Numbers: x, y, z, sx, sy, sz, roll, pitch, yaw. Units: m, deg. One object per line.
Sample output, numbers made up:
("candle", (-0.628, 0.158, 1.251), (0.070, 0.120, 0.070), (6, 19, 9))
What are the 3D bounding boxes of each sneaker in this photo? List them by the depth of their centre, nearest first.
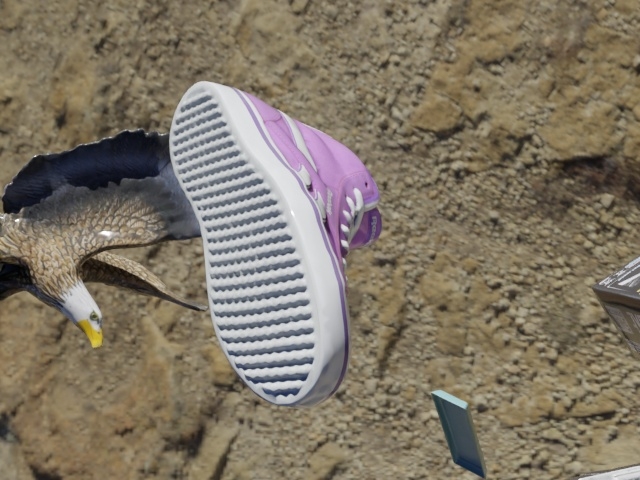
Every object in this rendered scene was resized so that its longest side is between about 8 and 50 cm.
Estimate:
("sneaker", (0.001, -0.001, 0.641), (0.102, 0.161, 0.282), (-48, 43, 29))

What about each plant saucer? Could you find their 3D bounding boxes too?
("plant saucer", (0.226, 0.310, 1.456), (0.067, 0.192, 0.018), (21, 55, 40))

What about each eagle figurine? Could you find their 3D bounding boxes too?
("eagle figurine", (-0.260, 0.015, 0.971), (0.226, 0.298, 0.225), (-5, 103, 52))

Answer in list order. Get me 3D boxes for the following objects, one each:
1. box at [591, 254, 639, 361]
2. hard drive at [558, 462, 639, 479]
("box", (0.362, -0.014, 0.604), (0.307, 0.242, 0.077), (-33, 92, 0))
("hard drive", (0.470, 0.377, 1.098), (0.064, 0.338, 0.237), (115, 146, -72))
